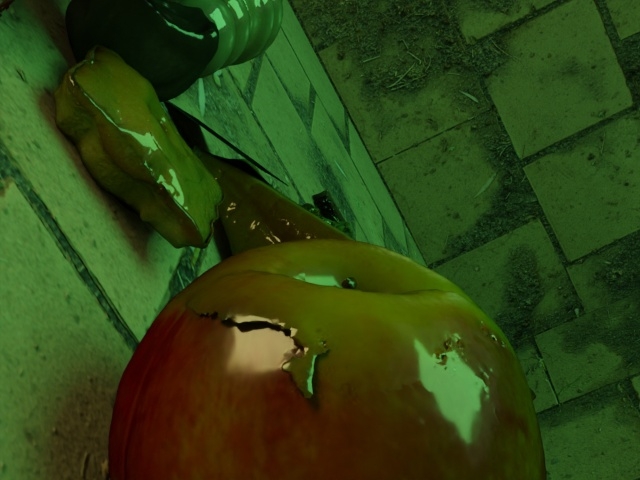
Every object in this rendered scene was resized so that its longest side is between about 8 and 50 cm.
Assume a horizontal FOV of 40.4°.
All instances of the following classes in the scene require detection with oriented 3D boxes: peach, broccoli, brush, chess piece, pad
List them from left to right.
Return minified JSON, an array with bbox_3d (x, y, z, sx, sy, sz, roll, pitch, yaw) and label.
[{"bbox_3d":[-0.174,-0.351,1.408,0.182,0.182,0.330,61,17,-16],"label":"chess piece"},{"bbox_3d":[-0.137,-0.144,1.288,0.190,0.004,0.127,36,4,15],"label":"pad"},{"bbox_3d":[0.000,0.000,1.544,0.131,0.120,0.130,29,-44,49],"label":"broccoli"},{"bbox_3d":[0.004,0.188,0.694,0.370,0.369,0.370,60,12,-22],"label":"peach"},{"bbox_3d":[0.055,-0.006,1.996,0.248,0.043,0.036,60,19,-25],"label":"brush"}]

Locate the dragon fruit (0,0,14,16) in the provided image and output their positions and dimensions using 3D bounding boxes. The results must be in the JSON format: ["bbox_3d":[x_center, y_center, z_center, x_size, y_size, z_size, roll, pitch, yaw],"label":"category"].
[{"bbox_3d":[-0.310,-0.300,0.818,0.153,0.110,0.153,61,8,-15],"label":"dragon fruit"}]

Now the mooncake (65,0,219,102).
[{"bbox_3d":[-0.210,-0.252,1.024,0.175,0.168,0.104,75,-3,-53],"label":"mooncake"}]

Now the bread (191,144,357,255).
[{"bbox_3d":[-0.077,0.045,1.271,0.361,0.245,0.233,35,-2,23],"label":"bread"}]

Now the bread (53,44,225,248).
[{"bbox_3d":[-0.199,-0.098,0.952,0.233,0.088,0.161,58,8,-19],"label":"bread"}]

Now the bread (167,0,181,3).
[{"bbox_3d":[-0.289,-0.489,1.189,0.338,0.155,0.187,53,12,-43],"label":"bread"}]
